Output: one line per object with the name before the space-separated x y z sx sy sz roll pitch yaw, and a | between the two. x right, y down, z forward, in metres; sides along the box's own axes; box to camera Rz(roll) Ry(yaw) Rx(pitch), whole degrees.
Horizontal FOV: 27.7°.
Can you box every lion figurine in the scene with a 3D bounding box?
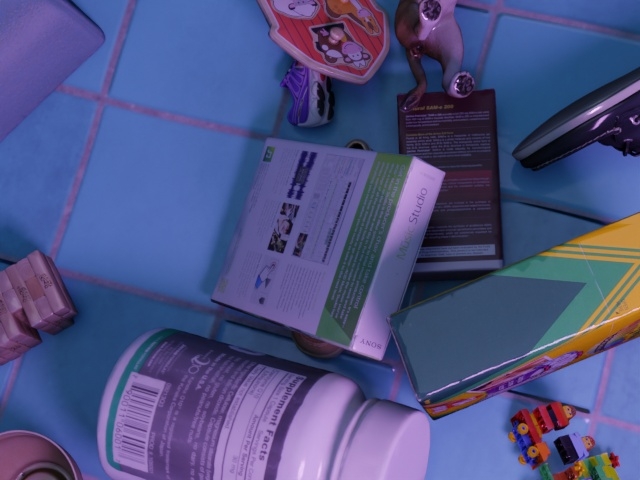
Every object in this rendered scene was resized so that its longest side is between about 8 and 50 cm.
lion figurine | 0.170 -0.358 1.693 0.142 0.240 0.392 28 96 -19

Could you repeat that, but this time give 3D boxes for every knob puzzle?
knob puzzle | 0.017 -0.290 1.712 0.213 0.030 0.213 13 55 -19

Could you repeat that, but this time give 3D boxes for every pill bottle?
pill bottle | -0.067 0.240 1.545 0.361 0.204 0.204 14 80 22

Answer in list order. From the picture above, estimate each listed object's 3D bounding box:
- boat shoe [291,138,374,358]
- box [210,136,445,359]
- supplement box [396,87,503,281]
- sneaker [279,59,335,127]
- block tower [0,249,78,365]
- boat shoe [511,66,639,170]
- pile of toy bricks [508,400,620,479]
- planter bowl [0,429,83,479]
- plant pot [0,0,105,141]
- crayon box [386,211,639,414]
boat shoe | 0.016 0.009 1.672 0.104 0.089 0.285 9 79 9
box | 0.000 0.000 1.584 0.322 0.058 0.232 14 84 56
supplement box | 0.168 -0.071 1.677 0.130 0.073 0.240 -2 78 7
sneaker | -0.022 -0.234 1.745 0.071 0.068 0.170 -5 70 26
block tower | -0.485 0.142 1.712 0.335 0.091 0.097 -29 75 2
boat shoe | 0.411 -0.161 1.643 0.340 0.127 0.113 -32 99 -2
pile of toy bricks | 0.322 0.289 1.576 0.105 0.118 0.212 -10 64 -27
planter bowl | -0.370 0.326 1.648 0.162 0.109 0.162 -1 78 7
plant pot | -0.484 -0.307 1.725 0.248 0.252 0.247 -44 77 -2
crayon box | 0.248 0.096 1.482 0.313 0.363 0.106 -22 77 3
